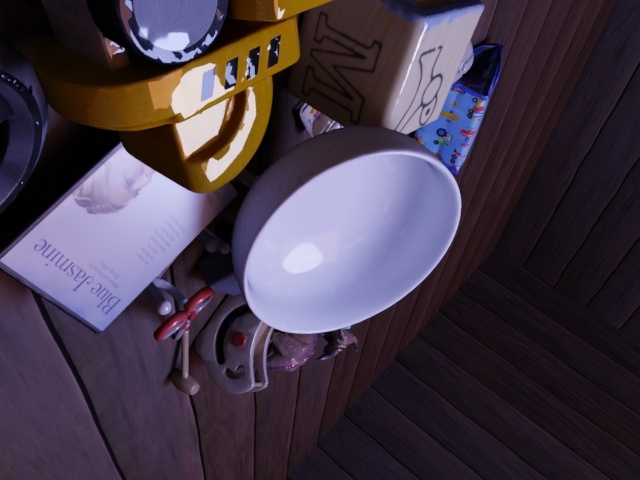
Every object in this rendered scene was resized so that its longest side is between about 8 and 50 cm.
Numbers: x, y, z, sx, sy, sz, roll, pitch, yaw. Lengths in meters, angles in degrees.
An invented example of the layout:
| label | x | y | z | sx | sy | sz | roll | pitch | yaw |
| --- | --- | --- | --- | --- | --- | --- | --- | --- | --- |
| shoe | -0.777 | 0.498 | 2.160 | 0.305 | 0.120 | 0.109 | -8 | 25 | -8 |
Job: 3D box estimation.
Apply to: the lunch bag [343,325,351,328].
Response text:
| label | x | y | z | sx | sy | sz | roll | pitch | yaw |
| --- | --- | --- | --- | --- | --- | --- | --- | --- | --- |
| lunch bag | 0.000 | 0.000 | 1.150 | 0.262 | 0.160 | 0.224 | -93 | -170 | -58 |

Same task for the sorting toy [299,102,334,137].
| label | x | y | z | sx | sy | sz | roll | pitch | yaw |
| --- | --- | --- | --- | --- | --- | --- | --- | --- | --- |
| sorting toy | -0.007 | -0.217 | 1.022 | 0.083 | 0.045 | 0.075 | -54 | 151 | 1 |

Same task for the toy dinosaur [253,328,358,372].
| label | x | y | z | sx | sy | sz | roll | pitch | yaw |
| --- | --- | --- | --- | --- | --- | --- | --- | --- | --- |
| toy dinosaur | -0.050 | 0.239 | 1.392 | 0.295 | 0.200 | 0.127 | -38 | 153 | -34 |

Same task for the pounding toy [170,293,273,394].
| label | x | y | z | sx | sy | sz | roll | pitch | yaw |
| --- | --- | --- | --- | --- | --- | --- | --- | --- | --- |
| pounding toy | -0.167 | 0.206 | 1.166 | 0.270 | 0.154 | 0.155 | -55 | 159 | 2 |

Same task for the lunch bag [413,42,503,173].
| label | x | y | z | sx | sy | sz | roll | pitch | yaw |
| --- | --- | --- | --- | --- | --- | --- | --- | --- | --- |
| lunch bag | 0.352 | -0.343 | 1.491 | 0.293 | 0.138 | 0.221 | -51 | 161 | -42 |

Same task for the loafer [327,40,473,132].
| label | x | y | z | sx | sy | sz | roll | pitch | yaw |
| --- | --- | --- | --- | --- | --- | --- | --- | --- | --- |
| loafer | 0.130 | -0.279 | 1.114 | 0.319 | 0.111 | 0.112 | -34 | 132 | -5 |

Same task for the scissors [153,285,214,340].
| label | x | y | z | sx | sy | sz | roll | pitch | yaw |
| --- | --- | --- | --- | --- | --- | --- | --- | --- | --- |
| scissors | -0.213 | 0.129 | 0.999 | 0.109 | 0.021 | 0.297 | -44 | 176 | -13 |

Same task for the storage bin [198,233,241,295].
| label | x | y | z | sx | sy | sz | roll | pitch | yaw |
| --- | --- | --- | --- | --- | --- | --- | --- | --- | --- |
| storage bin | -0.149 | 0.043 | 1.065 | 0.091 | 0.098 | 0.135 | -28 | 162 | 10 |

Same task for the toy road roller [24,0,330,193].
| label | x | y | z | sx | sy | sz | roll | pitch | yaw |
| --- | --- | --- | --- | --- | --- | --- | --- | --- | --- |
| toy road roller | -0.102 | -0.200 | 0.570 | 0.329 | 0.202 | 0.241 | -36 | 140 | -31 |

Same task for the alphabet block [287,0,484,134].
| label | x | y | z | sx | sy | sz | roll | pitch | yaw |
| --- | --- | --- | --- | --- | --- | --- | --- | --- | --- |
| alphabet block | 0.093 | -0.287 | 0.910 | 0.192 | 0.193 | 0.197 | -29 | 148 | -44 |

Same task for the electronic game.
| label | x | y | z | sx | sy | sz | roll | pitch | yaw |
| --- | --- | --- | --- | --- | --- | --- | --- | --- | --- |
| electronic game | -0.338 | -0.078 | 0.531 | 0.229 | 0.048 | 0.229 | -50 | 165 | -19 |

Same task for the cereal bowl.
| label | x | y | z | sx | sy | sz | roll | pitch | yaw |
| --- | --- | --- | --- | --- | --- | --- | --- | --- | --- |
| cereal bowl | 0.025 | -0.027 | 0.877 | 0.338 | 0.141 | 0.339 | -17 | 139 | -15 |

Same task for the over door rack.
| label | x | y | z | sx | sy | sz | roll | pitch | yaw |
| --- | --- | --- | --- | --- | --- | --- | --- | --- | --- |
| over door rack | -0.195 | -0.029 | 0.822 | 0.240 | 0.108 | 0.324 | -53 | 158 | -3 |

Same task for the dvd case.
| label | x | y | z | sx | sy | sz | roll | pitch | yaw |
| --- | --- | --- | --- | --- | --- | --- | --- | --- | --- |
| dvd case | -0.222 | -0.025 | 0.703 | 0.253 | 0.022 | 0.180 | -47 | 143 | -11 |
